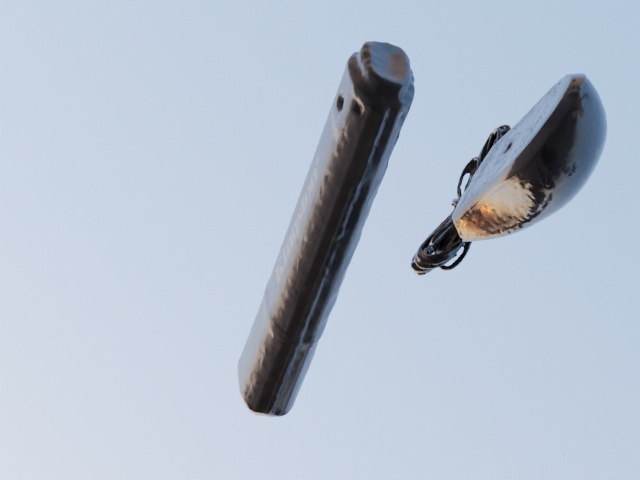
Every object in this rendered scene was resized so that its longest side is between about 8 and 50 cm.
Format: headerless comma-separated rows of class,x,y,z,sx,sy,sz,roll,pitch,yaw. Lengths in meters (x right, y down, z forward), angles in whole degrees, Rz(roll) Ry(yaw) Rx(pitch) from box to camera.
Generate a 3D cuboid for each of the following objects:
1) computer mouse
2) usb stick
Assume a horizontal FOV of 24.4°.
computer mouse,0.191,-0.061,1.347,0.072,0.272,0.188,36,-115,-4
usb stick,0.000,0.000,0.984,0.045,0.077,0.278,16,-58,-9
